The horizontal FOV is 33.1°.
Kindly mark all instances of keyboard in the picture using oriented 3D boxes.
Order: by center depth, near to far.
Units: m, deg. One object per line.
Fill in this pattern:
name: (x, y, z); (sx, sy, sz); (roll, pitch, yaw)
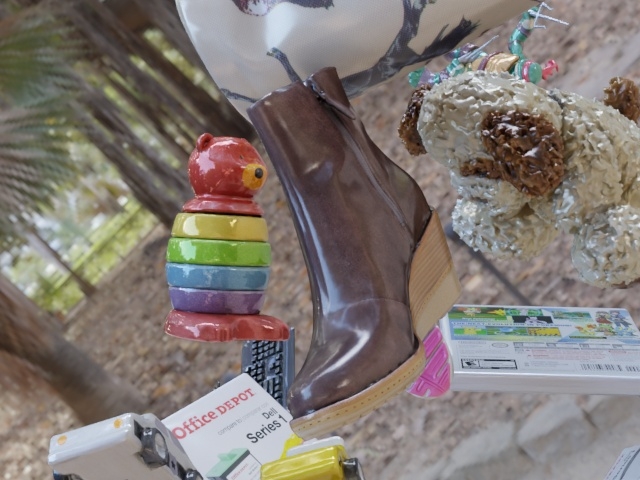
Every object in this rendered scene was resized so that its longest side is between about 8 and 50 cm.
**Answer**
keyboard: (-0.120, 0.298, 1.780); (0.201, 0.033, 0.317); (-31, 42, 32)

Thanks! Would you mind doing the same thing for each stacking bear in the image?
stacking bear: (-0.140, -0.007, 1.547); (0.164, 0.175, 0.289); (3, 90, 44)

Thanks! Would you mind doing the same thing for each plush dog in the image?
plush dog: (0.196, -0.086, 1.007); (0.262, 0.225, 0.211); (21, 91, 58)

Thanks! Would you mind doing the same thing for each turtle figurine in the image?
turtle figurine: (0.247, -0.261, 1.576); (0.175, 0.118, 0.234); (-36, 27, -30)

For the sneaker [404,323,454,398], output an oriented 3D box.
sneaker: (0.106, 0.128, 1.518); (0.103, 0.252, 0.111); (-41, -34, 2)

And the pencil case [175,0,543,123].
pencil case: (0.072, -0.235, 0.850); (0.410, 0.184, 0.160); (-26, -16, 20)

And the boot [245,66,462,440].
boot: (0.000, 0.000, 0.738); (0.090, 0.207, 0.248); (-27, 9, 33)

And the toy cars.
toy cars: (-0.087, 0.225, 1.052); (0.176, 0.393, 0.087); (-49, 38, 38)

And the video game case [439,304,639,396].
video game case: (0.363, 0.174, 1.750); (0.329, 0.036, 0.300); (1, 17, 4)

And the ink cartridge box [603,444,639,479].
ink cartridge box: (0.500, 0.396, 1.651); (0.160, 0.092, 0.219); (-50, -6, -17)

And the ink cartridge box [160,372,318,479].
ink cartridge box: (-0.073, 0.313, 1.281); (0.201, 0.278, 0.117); (-24, -30, -56)
